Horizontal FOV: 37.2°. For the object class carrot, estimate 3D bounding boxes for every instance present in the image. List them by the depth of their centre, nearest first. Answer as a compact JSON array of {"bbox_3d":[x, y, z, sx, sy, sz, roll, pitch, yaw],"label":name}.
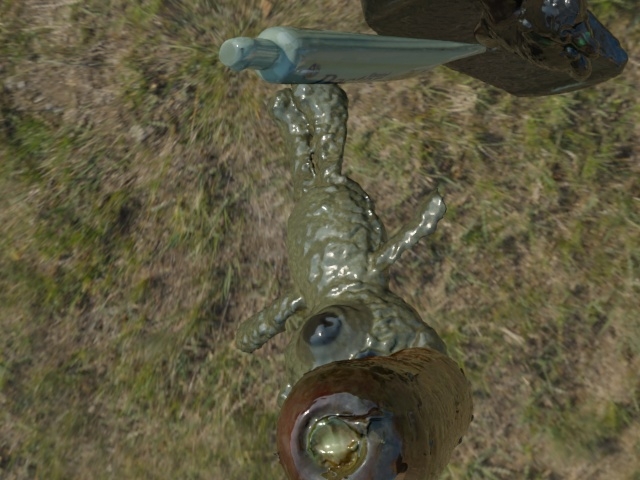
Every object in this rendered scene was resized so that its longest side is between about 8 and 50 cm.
[{"bbox_3d":[0.032,0.075,0.394,0.060,0.186,0.060,-1,85,18],"label":"carrot"}]

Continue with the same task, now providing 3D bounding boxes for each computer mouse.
[{"bbox_3d":[0.165,-0.227,0.928,0.295,0.168,0.087,19,76,-32],"label":"computer mouse"}]

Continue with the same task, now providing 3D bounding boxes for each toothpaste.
[{"bbox_3d":[0.028,-0.131,0.678,0.067,0.255,0.037,-17,86,41],"label":"toothpaste"}]

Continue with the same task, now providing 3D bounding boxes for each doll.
[{"bbox_3d":[0.098,-0.145,0.504,0.057,0.165,0.139,-33,114,8],"label":"doll"},{"bbox_3d":[0.015,-0.004,0.708,0.202,0.091,0.286,1,66,33],"label":"doll"}]
